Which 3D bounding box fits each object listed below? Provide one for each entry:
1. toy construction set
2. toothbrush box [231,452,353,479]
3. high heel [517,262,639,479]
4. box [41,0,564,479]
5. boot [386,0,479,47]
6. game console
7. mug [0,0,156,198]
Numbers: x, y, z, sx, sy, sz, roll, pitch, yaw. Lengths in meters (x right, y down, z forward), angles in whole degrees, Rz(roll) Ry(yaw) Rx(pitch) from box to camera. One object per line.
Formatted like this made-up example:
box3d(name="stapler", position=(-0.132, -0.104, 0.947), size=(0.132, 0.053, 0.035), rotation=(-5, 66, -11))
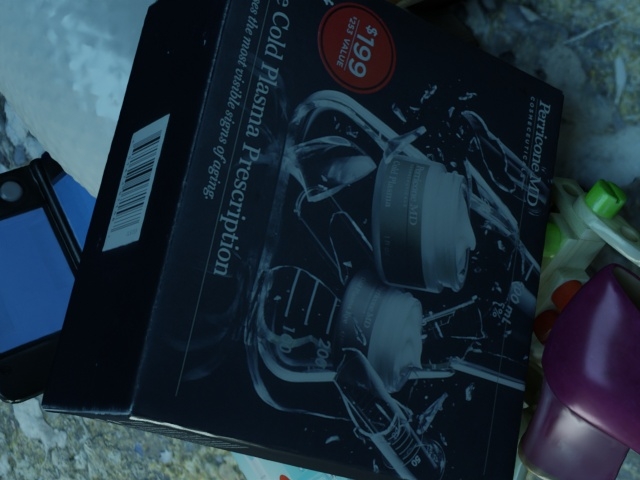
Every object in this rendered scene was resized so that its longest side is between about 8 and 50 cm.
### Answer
box3d(name="toy construction set", position=(0.210, 0.072, 0.864), size=(0.328, 0.151, 0.215), rotation=(-47, 46, 24))
box3d(name="toothbrush box", position=(0.004, 0.187, 1.000), size=(0.295, 0.126, 0.216), rotation=(56, 148, 10))
box3d(name="high heel", position=(0.343, 0.146, 0.723), size=(0.377, 0.127, 0.181), rotation=(14, 122, 1))
box3d(name="box", position=(0.000, 0.000, 0.775), size=(0.179, 0.312, 0.343), rotation=(-13, 62, 56))
box3d(name="boot", position=(0.108, -0.302, 0.917), size=(0.220, 0.109, 0.283), rotation=(54, 131, 21))
box3d(name="game console", position=(-0.324, 0.013, 1.239), size=(0.293, 0.250, 0.173), rotation=(63, 152, 11))
box3d(name="mug", position=(-0.165, -0.201, 0.987), size=(0.328, 0.276, 0.374), rotation=(54, 149, 12))
